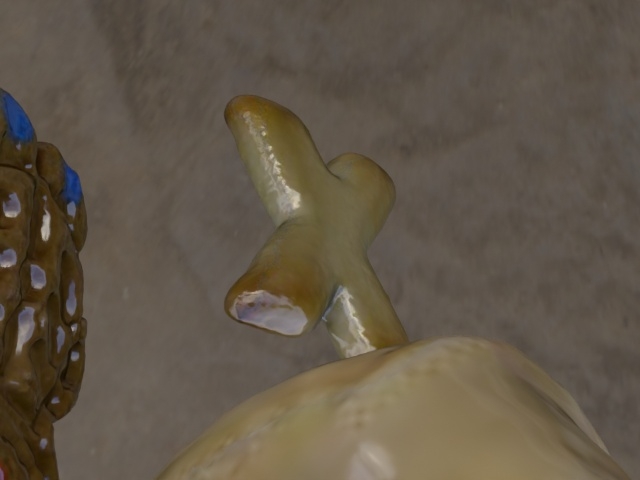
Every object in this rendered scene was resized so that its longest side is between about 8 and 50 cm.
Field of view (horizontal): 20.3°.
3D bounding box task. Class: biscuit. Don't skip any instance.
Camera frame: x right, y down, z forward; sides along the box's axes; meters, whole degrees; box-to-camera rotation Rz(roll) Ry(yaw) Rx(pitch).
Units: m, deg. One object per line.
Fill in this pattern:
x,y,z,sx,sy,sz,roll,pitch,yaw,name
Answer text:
0.001,0.000,1.248,0.164,0.208,0.047,28,129,-31,biscuit
-0.091,0.046,0.445,0.026,0.175,0.124,1,156,18,biscuit

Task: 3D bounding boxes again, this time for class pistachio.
0.033,0.177,0.522,0.229,0.230,0.309,-9,118,8,pistachio
